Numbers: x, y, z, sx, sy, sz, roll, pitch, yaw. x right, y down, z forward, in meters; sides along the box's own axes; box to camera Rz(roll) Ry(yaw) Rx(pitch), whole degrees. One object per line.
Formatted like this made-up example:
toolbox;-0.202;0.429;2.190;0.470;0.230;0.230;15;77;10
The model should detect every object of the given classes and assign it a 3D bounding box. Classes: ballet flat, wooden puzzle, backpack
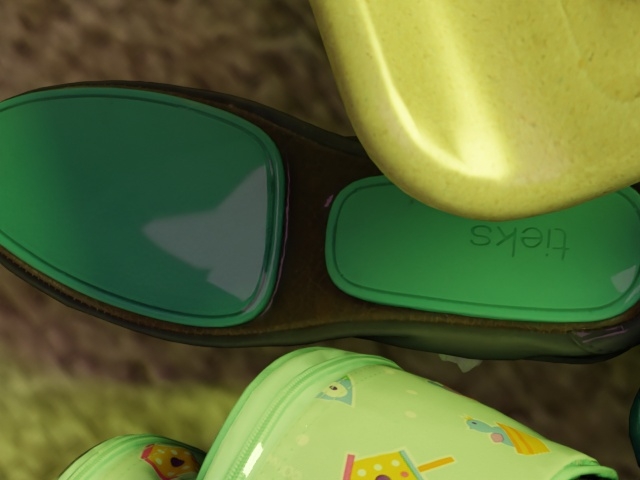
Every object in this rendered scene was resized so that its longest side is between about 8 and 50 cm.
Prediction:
ballet flat;0.000;0.000;0.548;0.203;0.074;0.074;8;87;16
wooden puzzle;0.129;-0.207;0.405;0.348;0.080;0.322;-23;78;19
backpack;-0.006;0.119;0.497;0.144;0.166;0.188;31;87;24

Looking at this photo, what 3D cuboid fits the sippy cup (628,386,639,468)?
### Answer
sippy cup;0.208;0.042;0.495;0.224;0.305;0.240;33;115;10
